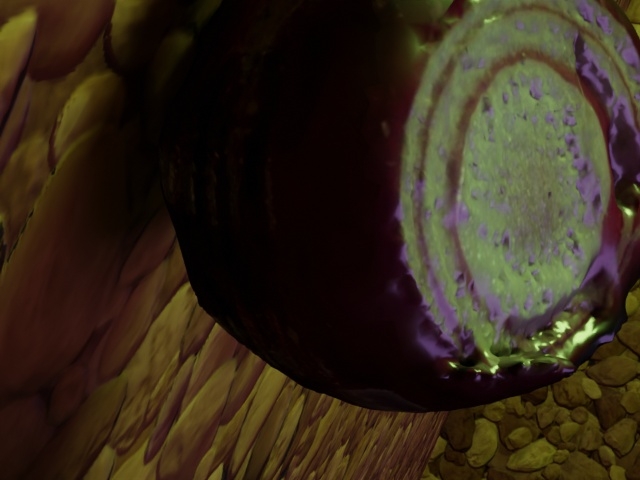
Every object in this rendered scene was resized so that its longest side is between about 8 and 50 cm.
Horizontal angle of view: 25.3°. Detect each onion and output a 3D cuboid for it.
[{"bbox_3d":[0.016,-0.050,0.442,0.173,0.135,0.198,-27,104,-47],"label":"onion"}]
